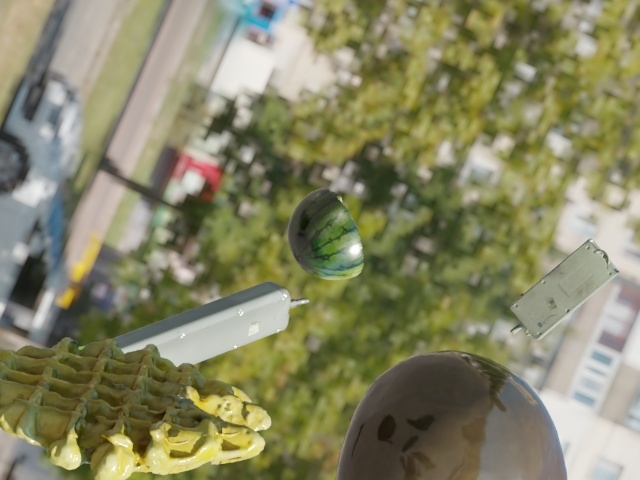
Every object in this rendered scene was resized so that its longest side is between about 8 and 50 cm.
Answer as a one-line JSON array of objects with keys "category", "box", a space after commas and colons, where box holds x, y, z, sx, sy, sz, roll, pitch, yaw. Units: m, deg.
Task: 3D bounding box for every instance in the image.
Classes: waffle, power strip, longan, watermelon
[{"category": "waffle", "box": [-0.175, 0.143, 1.616, 0.250, 0.261, 0.056, 23, -70, 43]}, {"category": "power strip", "box": [-0.120, 0.097, 1.915, 0.027, 0.253, 0.060, 45, -38, 38]}, {"category": "longan", "box": [0.160, 0.286, 2.252, 0.297, 0.297, 0.297, -156, -90, -84]}, {"category": "watermelon", "box": [0.000, 0.000, 2.013, 0.062, 0.105, 0.105, -25, 163, -29]}, {"category": "power strip", "box": [0.249, 0.055, 1.940, 0.136, 0.051, 0.019, -43, 173, 21]}]

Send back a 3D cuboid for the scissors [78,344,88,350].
[{"category": "scissors", "box": [-0.236, 0.150, 2.382, 0.204, 0.101, 0.027, -28, 168, 11]}]
